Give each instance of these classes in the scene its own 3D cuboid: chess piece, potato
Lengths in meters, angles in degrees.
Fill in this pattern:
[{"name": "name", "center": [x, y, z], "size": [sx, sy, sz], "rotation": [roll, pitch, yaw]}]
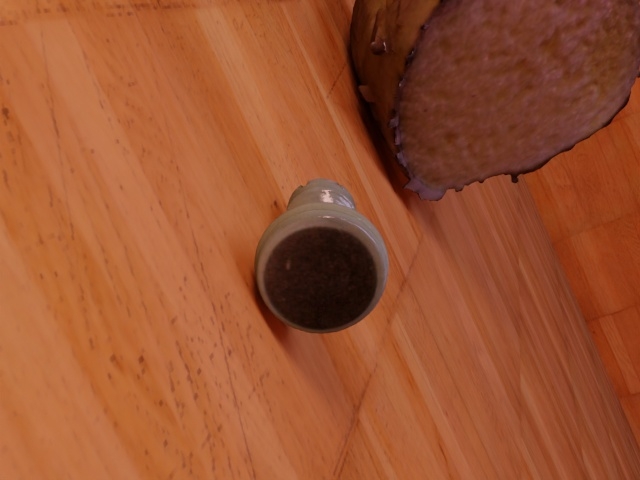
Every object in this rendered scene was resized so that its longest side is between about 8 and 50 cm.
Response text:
[{"name": "chess piece", "center": [0.000, 0.000, 0.479], "size": [0.067, 0.067, 0.103], "rotation": [61, 9, -19]}, {"name": "potato", "center": [0.134, -0.211, 0.887], "size": [0.237, 0.300, 0.289], "rotation": [56, -28, 39]}]
